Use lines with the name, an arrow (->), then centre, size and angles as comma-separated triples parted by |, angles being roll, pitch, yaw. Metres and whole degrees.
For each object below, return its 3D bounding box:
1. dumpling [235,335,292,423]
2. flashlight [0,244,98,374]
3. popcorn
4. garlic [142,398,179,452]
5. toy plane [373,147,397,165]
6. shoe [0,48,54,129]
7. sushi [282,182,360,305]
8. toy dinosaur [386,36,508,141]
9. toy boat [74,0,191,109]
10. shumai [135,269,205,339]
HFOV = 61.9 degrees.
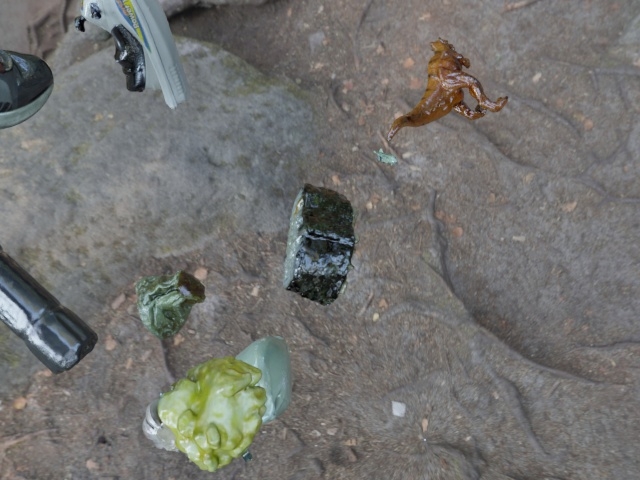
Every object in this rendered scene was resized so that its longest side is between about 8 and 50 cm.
dumpling -> -0.175, 0.416, 1.516 | 0.212, 0.321, 0.269 | 35, 92, 16
flashlight -> -0.526, 0.048, 0.838 | 0.424, 0.103, 0.103 | 43, 82, 2
popcorn -> -0.154, 0.260, 0.803 | 0.174, 0.142, 0.173 | -19, 29, 11
garlic -> -0.400, 0.469, 1.443 | 0.127, 0.131, 0.194 | -12, 24, 15
toy plane -> 0.184, -0.231, 1.494 | 0.083, 0.080, 0.033 | 41, 113, 42
shoe -> -0.412, -0.183, 0.594 | 0.099, 0.112, 0.228 | 46, 52, 14
sushi -> 0.000, 0.000, 1.454 | 0.171, 0.210, 0.349 | 14, 44, -11
toy dinosaur -> 0.294, -0.321, 1.172 | 0.208, 0.097, 0.432 | 26, 48, -4
toy boat -> -0.312, -0.345, 0.879 | 0.141, 0.269, 0.140 | -13, 51, 16
shumai -> -0.497, 0.200, 1.825 | 0.222, 0.261, 0.225 | -24, 101, -9
